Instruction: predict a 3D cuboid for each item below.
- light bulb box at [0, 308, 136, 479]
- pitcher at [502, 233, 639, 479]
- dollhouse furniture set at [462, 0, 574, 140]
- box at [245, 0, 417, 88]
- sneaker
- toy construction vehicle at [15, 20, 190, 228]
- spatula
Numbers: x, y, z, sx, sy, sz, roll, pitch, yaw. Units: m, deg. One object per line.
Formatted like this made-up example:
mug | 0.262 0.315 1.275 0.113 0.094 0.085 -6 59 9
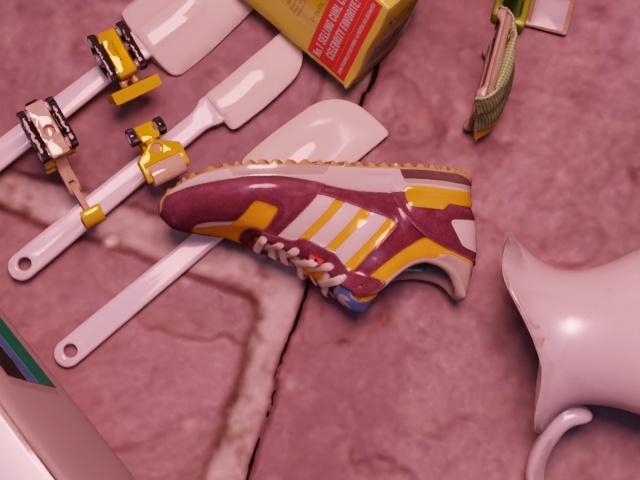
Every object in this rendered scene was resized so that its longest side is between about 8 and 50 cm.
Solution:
light bulb box | -0.293 0.171 0.656 0.361 0.225 0.358 -39 82 -7
pitcher | 0.211 0.076 0.746 0.207 0.125 0.178 -5 100 9
dollhouse furniture set | 0.133 -0.132 0.797 0.058 0.076 0.152 15 78 3
box | -0.043 -0.200 0.796 0.232 0.087 0.058 41 58 5
sneaker | 0.000 0.000 0.768 0.185 0.069 0.084 -1 81 -5
toy construction vehicle | -0.129 -0.067 0.787 0.086 0.035 0.098 -31 88 -17
spatula | -0.103 -0.052 0.810 0.242 0.019 0.168 -39 87 -7
